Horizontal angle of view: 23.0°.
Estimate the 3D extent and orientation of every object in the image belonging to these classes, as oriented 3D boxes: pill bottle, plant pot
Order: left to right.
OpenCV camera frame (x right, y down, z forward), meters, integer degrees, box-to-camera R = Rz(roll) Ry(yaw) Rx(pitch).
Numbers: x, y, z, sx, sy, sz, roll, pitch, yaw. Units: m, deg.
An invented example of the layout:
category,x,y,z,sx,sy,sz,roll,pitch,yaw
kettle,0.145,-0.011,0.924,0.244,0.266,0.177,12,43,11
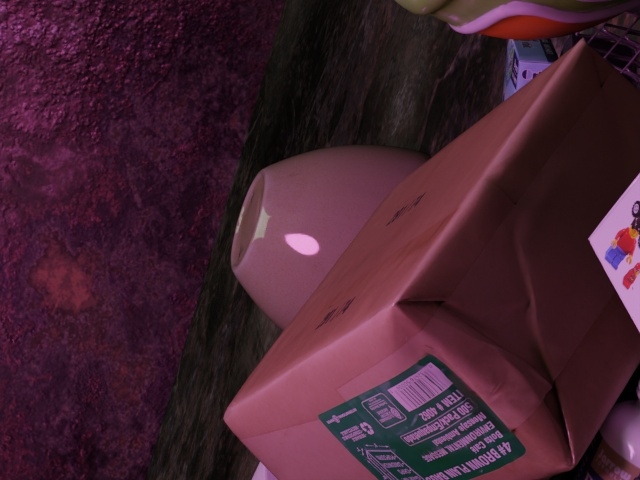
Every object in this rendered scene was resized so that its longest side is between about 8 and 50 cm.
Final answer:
category,x,y,z,sx,sy,sz,roll,pitch,yaw
plant pot,0.000,0.000,1.925,0.284,0.191,0.284,-163,90,-76
pill bottle,0.219,0.166,1.054,0.094,0.094,0.169,-111,39,-68

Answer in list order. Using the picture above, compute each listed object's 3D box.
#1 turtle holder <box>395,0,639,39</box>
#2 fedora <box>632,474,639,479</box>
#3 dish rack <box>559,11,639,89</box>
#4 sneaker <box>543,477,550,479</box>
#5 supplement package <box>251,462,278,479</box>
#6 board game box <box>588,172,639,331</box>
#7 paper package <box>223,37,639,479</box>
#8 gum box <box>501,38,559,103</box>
category,x,y,z,sx,sy,sz,roll,pitch,yaw
turtle holder,0.175,-0.307,1.222,0.243,0.228,0.320,141,144,-65
fedora,0.215,0.211,0.708,0.334,0.153,0.334,-18,68,56
dish rack,0.277,-0.155,1.268,0.271,0.074,0.208,125,156,-49
sneaker,0.181,0.139,1.325,0.190,0.071,0.083,-56,14,28
supplement package,-0.001,0.379,1.511,0.293,0.175,0.177,-95,24,-57
board game box,0.273,0.043,0.851,0.193,0.053,0.305,-56,39,34
paper package,0.113,0.051,1.191,0.309,0.168,0.325,-52,8,-32
gum box,0.187,-0.090,1.441,0.157,0.041,0.184,-79,-6,-71
